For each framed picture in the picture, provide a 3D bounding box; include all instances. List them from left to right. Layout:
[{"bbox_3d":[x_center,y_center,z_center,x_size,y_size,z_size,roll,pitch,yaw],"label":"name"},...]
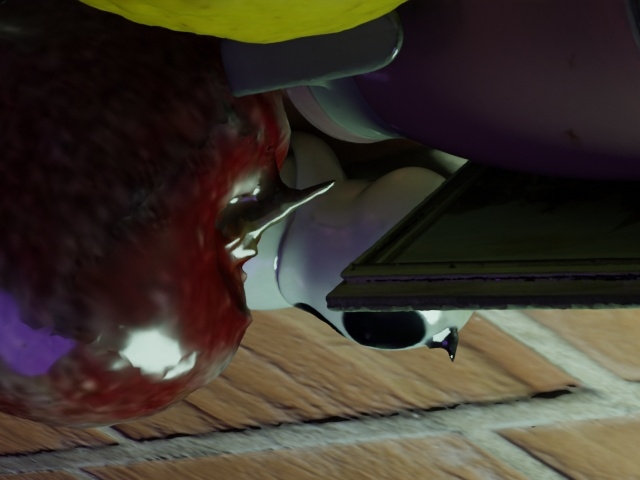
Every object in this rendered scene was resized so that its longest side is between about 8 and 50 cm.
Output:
[{"bbox_3d":[0.158,-0.034,0.642,0.274,0.217,0.017,-3,118,42],"label":"framed picture"}]

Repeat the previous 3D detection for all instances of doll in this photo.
[{"bbox_3d":[0.007,-0.001,0.938,0.181,0.107,0.110,17,178,26],"label":"doll"}]

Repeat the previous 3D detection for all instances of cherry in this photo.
[{"bbox_3d":[-0.143,-0.028,0.836,0.300,0.230,0.203,13,178,15],"label":"cherry"}]

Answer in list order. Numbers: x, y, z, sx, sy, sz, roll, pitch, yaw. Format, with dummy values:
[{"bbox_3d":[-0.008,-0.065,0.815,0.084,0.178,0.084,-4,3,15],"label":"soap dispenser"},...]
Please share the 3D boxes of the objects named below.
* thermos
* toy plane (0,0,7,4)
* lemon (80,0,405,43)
[{"bbox_3d":[0.072,-0.089,0.639,0.176,0.146,0.265,-12,-175,-34],"label":"thermos"},{"bbox_3d":[-0.104,-0.162,0.676,0.316,0.103,0.204,3,121,17],"label":"toy plane"},{"bbox_3d":[-0.028,-0.162,0.503,0.260,0.204,0.204,10,154,31],"label":"lemon"}]
